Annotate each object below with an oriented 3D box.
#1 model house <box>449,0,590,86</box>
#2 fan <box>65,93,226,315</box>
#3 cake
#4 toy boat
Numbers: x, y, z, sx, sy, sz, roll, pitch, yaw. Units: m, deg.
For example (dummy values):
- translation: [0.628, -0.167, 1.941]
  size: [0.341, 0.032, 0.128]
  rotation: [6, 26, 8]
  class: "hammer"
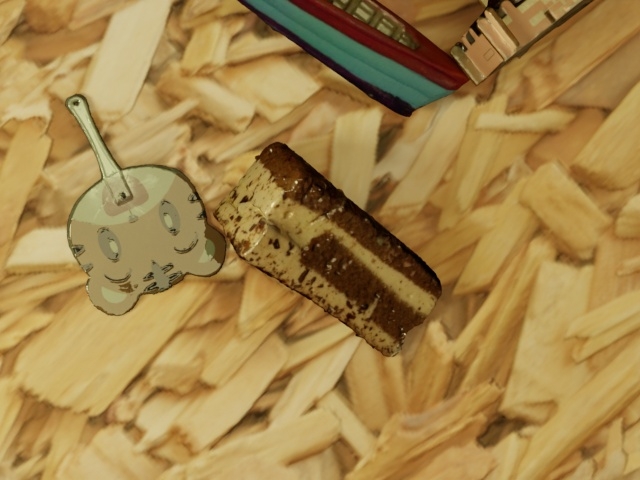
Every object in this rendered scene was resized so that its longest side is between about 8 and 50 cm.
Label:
- translation: [0.217, -0.347, 1.826]
  size: [0.326, 0.169, 0.244]
  rotation: [-38, 90, -12]
  class: "model house"
- translation: [-0.200, -0.046, 1.810]
  size: [0.152, 0.008, 0.227]
  rotation: [-26, 96, -10]
  class: "fan"
- translation: [0.005, 0.003, 1.836]
  size: [0.246, 0.135, 0.112]
  rotation: [35, 96, -38]
  class: "cake"
- translation: [-0.023, -0.254, 1.798]
  size: [0.392, 0.136, 0.079]
  rotation: [36, 112, -13]
  class: "toy boat"
